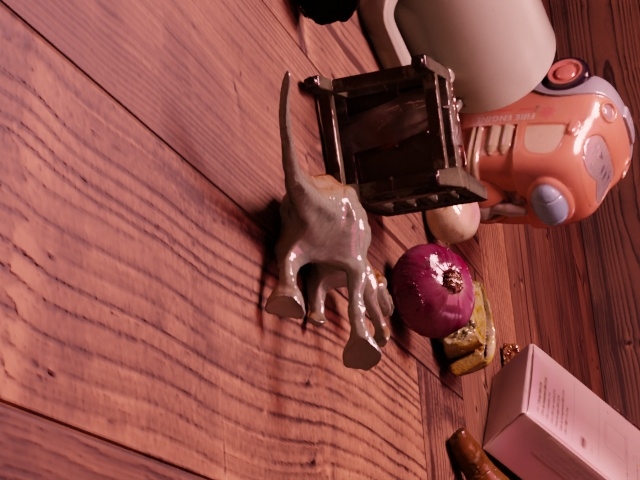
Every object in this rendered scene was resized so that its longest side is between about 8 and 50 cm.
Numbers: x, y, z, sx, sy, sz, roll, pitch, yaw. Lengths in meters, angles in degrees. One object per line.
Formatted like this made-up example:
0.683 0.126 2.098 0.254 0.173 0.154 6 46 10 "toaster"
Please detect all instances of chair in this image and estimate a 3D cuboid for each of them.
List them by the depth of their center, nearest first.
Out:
0.090 -0.112 1.547 0.270 0.136 0.147 2 79 -72 "chair"

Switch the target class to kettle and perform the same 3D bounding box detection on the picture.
0.165 -0.329 1.901 0.205 0.265 0.318 52 -4 38 "kettle"

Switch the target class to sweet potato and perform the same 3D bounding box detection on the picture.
0.245 0.371 1.894 0.108 0.079 0.346 56 -2 42 "sweet potato"

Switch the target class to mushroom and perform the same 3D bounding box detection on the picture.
0.180 -0.035 1.924 0.083 0.067 0.083 10 70 -30 "mushroom"

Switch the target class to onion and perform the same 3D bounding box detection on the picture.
0.131 0.060 1.673 0.104 0.115 0.115 -29 -115 60 "onion"

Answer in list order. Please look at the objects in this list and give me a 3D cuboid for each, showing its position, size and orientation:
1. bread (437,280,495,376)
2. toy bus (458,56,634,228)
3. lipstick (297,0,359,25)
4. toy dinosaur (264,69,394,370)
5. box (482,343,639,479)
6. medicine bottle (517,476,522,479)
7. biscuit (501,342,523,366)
0.191 0.118 1.876 0.156 0.064 0.117 -18 93 -72 "bread"
0.302 -0.124 2.042 0.194 0.288 0.232 64 37 -41 "toy bus"
0.025 -0.380 1.604 0.418 0.077 0.077 -83 156 -50 "lipstick"
0.000 0.000 1.261 0.205 0.092 0.393 -85 156 -43 "toy dinosaur"
0.373 0.302 2.097 0.252 0.106 0.203 40 28 -9 "box"
0.377 0.344 2.271 0.252 0.114 0.114 -77 152 -55 "medicine bottle"
0.340 0.225 2.359 0.199 0.034 0.064 48 36 -62 "biscuit"
